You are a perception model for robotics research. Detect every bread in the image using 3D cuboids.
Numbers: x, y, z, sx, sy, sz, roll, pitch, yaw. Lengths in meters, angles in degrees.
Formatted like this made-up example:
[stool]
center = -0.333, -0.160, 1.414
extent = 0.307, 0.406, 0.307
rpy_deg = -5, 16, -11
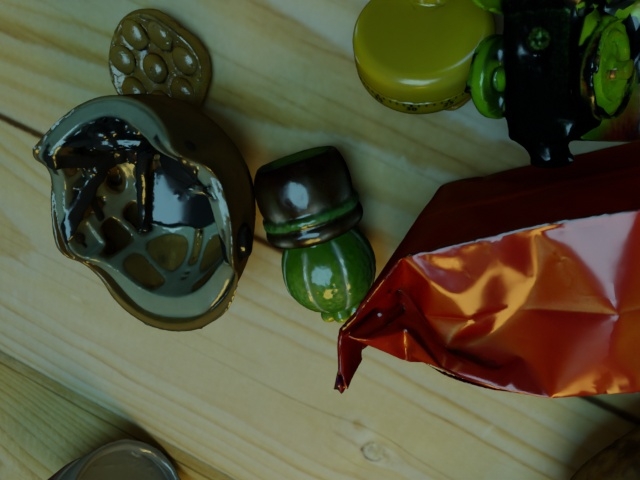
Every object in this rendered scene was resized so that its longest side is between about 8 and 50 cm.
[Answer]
[bread]
center = -0.158, -0.167, 0.510
extent = 0.110, 0.024, 0.110
rpy_deg = 8, 114, 17

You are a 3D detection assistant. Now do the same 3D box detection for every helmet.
[helmet]
center = -0.143, -0.037, 0.500
extent = 0.198, 0.130, 0.224
rpy_deg = 3, 124, 22

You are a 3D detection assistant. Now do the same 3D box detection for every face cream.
[face cream]
center = -0.304, 0.382, 0.703
extent = 0.195, 0.175, 0.175
rpy_deg = -40, 95, 29

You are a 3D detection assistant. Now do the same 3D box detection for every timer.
[timer]
center = 0.076, -0.152, 0.388
extent = 0.107, 0.109, 0.107
rpy_deg = -4, 69, 10

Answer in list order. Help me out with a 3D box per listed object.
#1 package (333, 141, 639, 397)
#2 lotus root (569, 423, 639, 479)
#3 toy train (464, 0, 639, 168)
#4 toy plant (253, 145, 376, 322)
[package]
center = 0.217, 0.007, 0.357
extent = 0.424, 0.196, 0.123
rpy_deg = -11, 103, 24
[lotus root]
center = 0.329, 0.235, 0.438
extent = 0.193, 0.193, 0.291
rpy_deg = 39, 116, 1
[toy train]
center = 0.155, -0.197, 0.316
extent = 0.100, 0.160, 0.296
rpy_deg = 14, 124, 48
[toy plant]
center = 0.000, 0.000, 0.488
extent = 0.093, 0.093, 0.162
rpy_deg = -9, 108, 22
